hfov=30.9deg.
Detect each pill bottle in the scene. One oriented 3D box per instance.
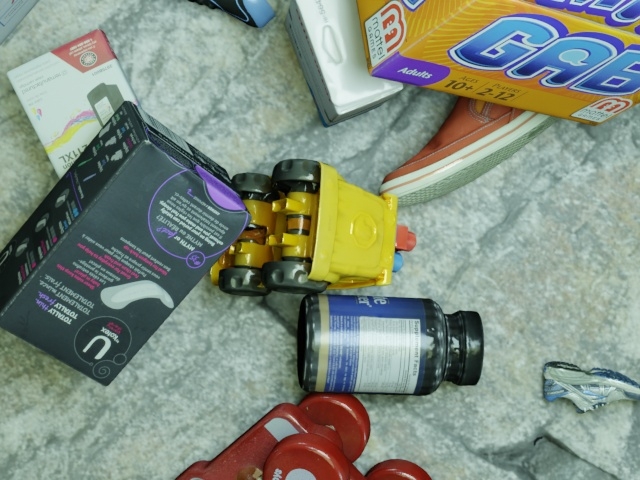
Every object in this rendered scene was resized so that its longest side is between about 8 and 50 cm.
[{"bbox_3d":[0.084,0.130,1.424,0.219,0.123,0.122,2,91,-6],"label":"pill bottle"}]

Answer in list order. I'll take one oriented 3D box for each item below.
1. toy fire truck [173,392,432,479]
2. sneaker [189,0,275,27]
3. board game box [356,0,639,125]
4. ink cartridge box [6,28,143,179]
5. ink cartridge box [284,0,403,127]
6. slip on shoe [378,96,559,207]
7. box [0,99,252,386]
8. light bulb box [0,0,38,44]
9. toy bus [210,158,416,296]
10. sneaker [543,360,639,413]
[{"bbox_3d":[-0.012,0.348,1.418,0.254,0.169,0.302,-41,94,21],"label":"toy fire truck"},{"bbox_3d":[-0.165,-0.324,1.417,0.232,0.081,0.090,40,90,2],"label":"sneaker"},{"bbox_3d":[0.266,-0.373,1.203,0.356,0.356,0.356,6,67,-36],"label":"board game box"},{"bbox_3d":[-0.281,-0.149,1.409,0.127,0.072,0.175,-27,93,-5],"label":"ink cartridge box"},{"bbox_3d":[0.024,-0.222,1.370,0.086,0.203,0.148,-21,93,-4],"label":"ink cartridge box"},{"bbox_3d":[0.203,-0.149,1.439,0.331,0.123,0.101,-36,81,-7],"label":"slip on shoe"},{"bbox_3d":[-0.235,0.003,1.335,0.165,0.143,0.270,37,99,-30],"label":"box"},{"bbox_3d":[-0.402,-0.385,1.249,0.225,0.361,0.358,40,88,-3],"label":"light bulb box"},{"bbox_3d":[0.000,0.000,1.399,0.211,0.220,0.149,12,77,-37],"label":"toy bus"},{"bbox_3d":[0.351,0.195,1.492,0.135,0.052,0.058,11,100,2],"label":"sneaker"}]
